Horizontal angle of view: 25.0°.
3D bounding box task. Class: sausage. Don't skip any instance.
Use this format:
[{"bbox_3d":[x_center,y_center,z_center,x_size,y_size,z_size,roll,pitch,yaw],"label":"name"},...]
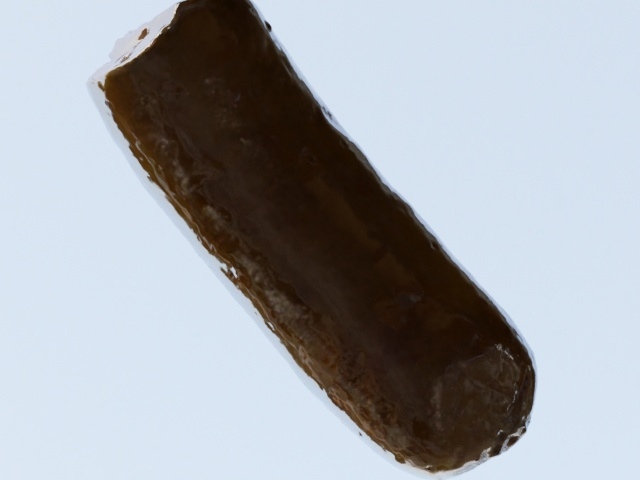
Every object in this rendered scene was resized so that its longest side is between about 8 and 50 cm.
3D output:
[{"bbox_3d":[-0.001,0.002,0.698,0.109,0.109,0.270,-37,-84,26],"label":"sausage"}]
